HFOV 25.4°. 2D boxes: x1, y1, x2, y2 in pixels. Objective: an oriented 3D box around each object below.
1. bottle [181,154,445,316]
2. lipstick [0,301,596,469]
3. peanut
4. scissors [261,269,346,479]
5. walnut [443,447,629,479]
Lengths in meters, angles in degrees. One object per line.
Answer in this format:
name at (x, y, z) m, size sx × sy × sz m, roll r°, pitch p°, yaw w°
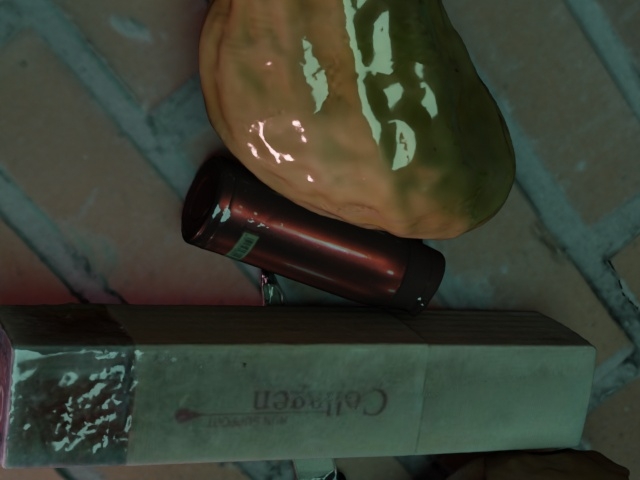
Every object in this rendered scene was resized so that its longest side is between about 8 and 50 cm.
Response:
bottle at (0.000, 0.000, 0.864) m, size 0.164 × 0.060 × 0.060 m, roll 21°, pitch 104°, yaw -23°
lipstick at (-0.011, 0.085, 0.860) m, size 0.371 × 0.080 × 0.076 m, roll 2°, pitch 104°, yaw -23°
peanut at (0.005, -0.121, 0.766) m, size 0.159 × 0.143 × 0.291 m, roll -27°, pitch 115°, yaw -16°
scissors at (-0.003, 0.151, 0.942) m, size 0.109 × 0.022 × 0.300 m, roll -18°, pitch 115°, yaw -13°
walnut at (0.118, 0.240, 0.944) m, size 0.141 × 0.204 × 0.238 m, roll 22°, pitch 95°, yaw 19°
